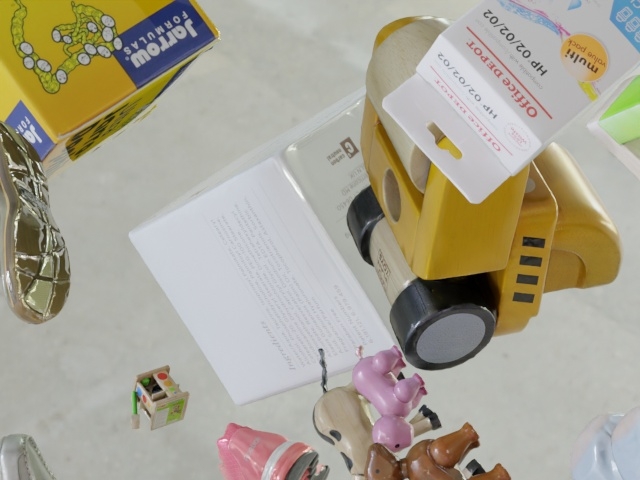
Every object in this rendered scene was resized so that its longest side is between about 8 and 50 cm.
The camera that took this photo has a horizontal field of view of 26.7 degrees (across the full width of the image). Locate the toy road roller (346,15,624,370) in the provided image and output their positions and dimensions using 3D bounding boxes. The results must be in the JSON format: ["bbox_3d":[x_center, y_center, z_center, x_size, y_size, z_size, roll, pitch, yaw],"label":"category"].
[{"bbox_3d":[0.169,-0.051,1.297,0.241,0.329,0.202,-10,45,-13],"label":"toy road roller"}]

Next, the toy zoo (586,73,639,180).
[{"bbox_3d":[0.211,-0.004,0.411,0.192,0.293,0.030,43,79,-6],"label":"toy zoo"}]

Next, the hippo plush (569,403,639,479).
[{"bbox_3d":[0.356,0.258,1.154,0.237,0.294,0.234,7,81,-25],"label":"hippo plush"}]

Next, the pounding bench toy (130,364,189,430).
[{"bbox_3d":[-0.229,0.211,1.799,0.083,0.052,0.065,-16,49,-34],"label":"pounding bench toy"}]

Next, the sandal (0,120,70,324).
[{"bbox_3d":[-0.221,-0.009,0.960,0.049,0.072,0.180,-29,53,11],"label":"sandal"}]

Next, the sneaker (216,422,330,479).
[{"bbox_3d":[-0.073,0.318,1.875,0.136,0.314,0.116,29,70,14],"label":"sneaker"}]

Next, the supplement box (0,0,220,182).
[{"bbox_3d":[-0.294,-0.243,1.208,0.195,0.194,0.356,-39,93,-31],"label":"supplement box"}]

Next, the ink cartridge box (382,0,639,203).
[{"bbox_3d":[0.143,-0.122,0.941,0.181,0.061,0.104,-40,85,-21],"label":"ink cartridge box"}]

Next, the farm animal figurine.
[{"bbox_3d":[0.096,0.280,1.350,0.172,0.326,0.330,-36,12,-5],"label":"farm animal figurine"}]

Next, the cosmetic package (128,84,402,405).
[{"bbox_3d":[0.000,0.000,2.016,0.329,0.394,0.327,-38,99,-42],"label":"cosmetic package"}]

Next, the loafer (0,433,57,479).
[{"bbox_3d":[-0.302,0.373,1.662,0.111,0.319,0.112,-20,17,5],"label":"loafer"}]
